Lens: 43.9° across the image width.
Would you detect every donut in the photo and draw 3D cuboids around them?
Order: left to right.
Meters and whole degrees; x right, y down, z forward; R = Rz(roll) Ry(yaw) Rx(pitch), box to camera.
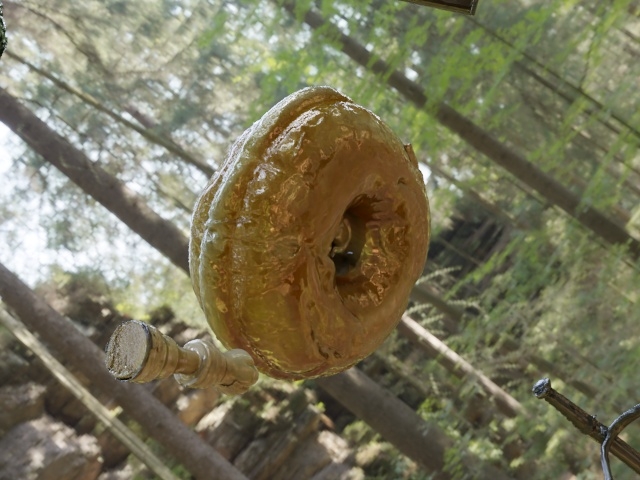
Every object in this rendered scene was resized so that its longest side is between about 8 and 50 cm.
[{"bbox_3d":[0.000,0.000,1.161,0.449,0.198,0.448,-21,-62,-46],"label":"donut"}]

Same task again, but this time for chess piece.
[{"bbox_3d":[-0.122,0.120,0.769,0.172,0.060,0.060,26,-77,-50],"label":"chess piece"}]

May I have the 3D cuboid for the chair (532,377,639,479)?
[{"bbox_3d":[0.513,0.290,0.849,0.362,0.410,0.364,-40,10,21],"label":"chair"}]

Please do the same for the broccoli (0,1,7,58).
[{"bbox_3d":[-0.402,-0.195,0.679,0.245,0.265,0.294,-53,-24,-30],"label":"broccoli"}]

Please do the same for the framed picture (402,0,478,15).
[{"bbox_3d":[0.121,-0.435,1.299,0.213,0.289,0.016,21,-98,-83],"label":"framed picture"}]
